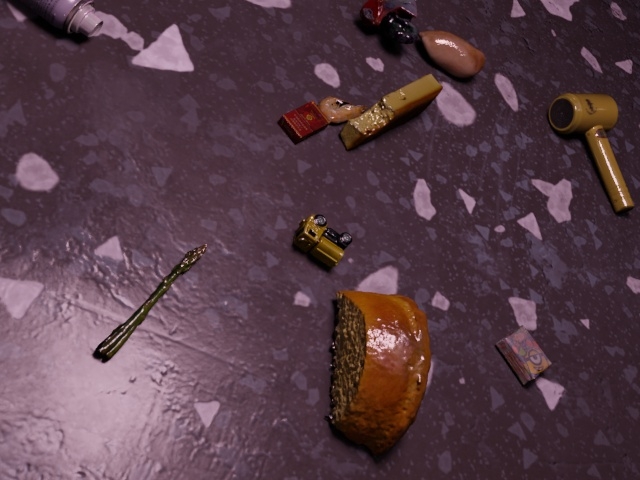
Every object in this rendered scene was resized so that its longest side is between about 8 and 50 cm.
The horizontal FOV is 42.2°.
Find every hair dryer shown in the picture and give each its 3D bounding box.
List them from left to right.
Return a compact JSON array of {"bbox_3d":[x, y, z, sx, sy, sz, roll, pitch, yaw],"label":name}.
[{"bbox_3d":[0.594,-0.189,1.774,0.135,0.090,0.278,-6,71,-35],"label":"hair dryer"}]

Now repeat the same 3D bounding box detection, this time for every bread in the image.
[{"bbox_3d":[0.094,0.167,1.201,0.129,0.134,0.260,16,54,-22],"label":"bread"},{"bbox_3d":[0.129,-0.236,1.506,0.226,0.088,0.049,-32,83,-42],"label":"bread"}]

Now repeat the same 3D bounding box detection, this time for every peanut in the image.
[{"bbox_3d":[0.265,-0.385,1.693,0.152,0.076,0.076,25,51,-10],"label":"peanut"}]

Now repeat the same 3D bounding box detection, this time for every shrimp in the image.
[{"bbox_3d":[0.039,-0.240,1.496,0.108,0.023,0.059,-22,66,-39],"label":"shrimp"}]

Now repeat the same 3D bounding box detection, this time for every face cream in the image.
[{"bbox_3d":[-0.434,-0.393,1.263,0.229,0.075,0.075,39,49,-7],"label":"face cream"}]

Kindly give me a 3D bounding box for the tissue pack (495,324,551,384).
[{"bbox_3d":[0.344,0.193,1.405,0.063,0.035,0.083,-27,79,-40],"label":"tissue pack"}]

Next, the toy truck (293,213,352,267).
[{"bbox_3d":[0.000,0.000,1.304,0.083,0.049,0.054,34,51,-11],"label":"toy truck"}]

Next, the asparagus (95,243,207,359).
[{"bbox_3d":[-0.226,0.077,1.134,0.023,0.022,0.233,10,44,30],"label":"asparagus"}]

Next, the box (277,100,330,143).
[{"bbox_3d":[-0.028,-0.204,1.430,0.082,0.023,0.051,-34,84,-41],"label":"box"}]

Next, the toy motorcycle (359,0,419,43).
[{"bbox_3d":[0.135,-0.468,1.664,0.122,0.082,0.213,22,41,-18],"label":"toy motorcycle"}]
